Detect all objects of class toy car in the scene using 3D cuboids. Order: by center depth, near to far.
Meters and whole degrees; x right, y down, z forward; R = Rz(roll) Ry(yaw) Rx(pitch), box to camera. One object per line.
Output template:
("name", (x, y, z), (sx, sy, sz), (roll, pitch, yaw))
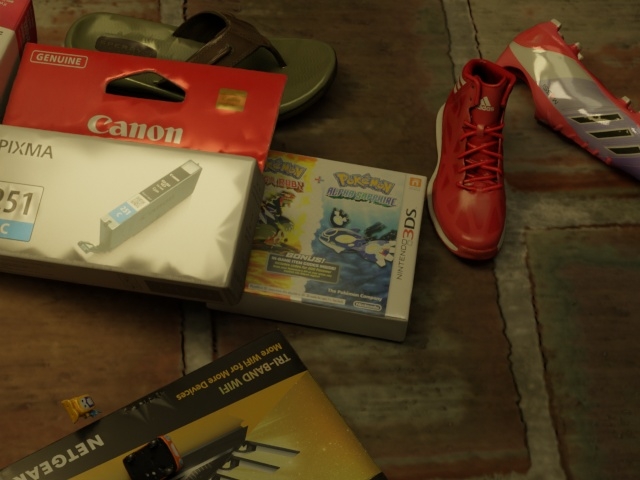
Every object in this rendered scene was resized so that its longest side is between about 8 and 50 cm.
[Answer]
("toy car", (-0.164, 0.163, 1.318), (0.122, 0.060, 0.040), (45, 30, 16))

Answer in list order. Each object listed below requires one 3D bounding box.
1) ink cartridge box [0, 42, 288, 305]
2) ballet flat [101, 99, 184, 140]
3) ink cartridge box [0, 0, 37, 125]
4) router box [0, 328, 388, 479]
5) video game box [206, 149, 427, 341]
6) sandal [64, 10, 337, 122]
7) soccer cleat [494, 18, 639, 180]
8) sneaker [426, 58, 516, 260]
("ink cartridge box", (-0.202, -0.083, 1.515), (0.296, 0.066, 0.261), (8, 70, 10))
("ballet flat", (-0.139, -0.115, 1.601), (0.188, 0.070, 0.070), (-8, 56, -1))
("ink cartridge box", (-0.419, -0.162, 1.584), (0.171, 0.100, 0.237), (14, 55, 4))
("router box", (-0.103, 0.250, 1.346), (0.308, 0.081, 0.243), (-27, 62, -22))
("video game box", (0.000, 0.000, 1.554), (0.205, 0.048, 0.187), (9, 52, 0))
("sandal", (-0.132, -0.202, 1.653), (0.302, 0.086, 0.120), (8, 55, -1))
("soccer cleat", (0.293, -0.137, 1.673), (0.095, 0.083, 0.248), (-39, 69, 4))
("sneaker", (0.160, -0.098, 1.588), (0.087, 0.128, 0.221), (0, 55, -7))
